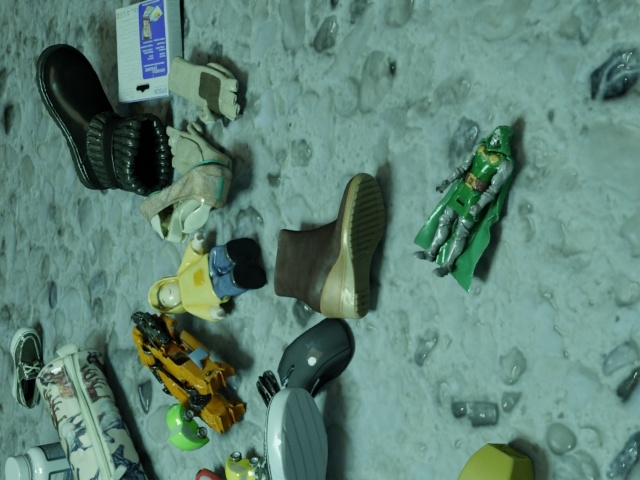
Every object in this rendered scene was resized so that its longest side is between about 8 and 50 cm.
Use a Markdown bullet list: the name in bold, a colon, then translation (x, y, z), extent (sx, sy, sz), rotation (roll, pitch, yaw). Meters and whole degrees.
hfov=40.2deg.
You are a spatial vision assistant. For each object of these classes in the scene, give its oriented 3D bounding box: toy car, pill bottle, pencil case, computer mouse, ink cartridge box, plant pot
- **toy car**: translation (-0.223, 0.410, 1.649), extent (0.239, 0.053, 0.225), rotation (-33, 96, 41)
- **pill bottle**: translation (-0.645, 0.537, 2.073), extent (0.108, 0.180, 0.107), rotation (1, 91, 47)
- **pencil case**: translation (-0.497, 0.432, 1.925), extent (0.410, 0.160, 0.183), rotation (60, 147, 27)
- **computer mouse**: translation (-0.027, 0.261, 1.499), extent (0.262, 0.060, 0.184), rotation (-45, 59, 38)
- **ink cartridge box**: translation (-0.365, -0.399, 1.849), extent (0.206, 0.045, 0.208), rotation (4, 96, 47)
- **plant pot**: translation (0.245, 0.326, 1.202), extent (0.081, 0.081, 0.083), rotation (24, 96, 44)

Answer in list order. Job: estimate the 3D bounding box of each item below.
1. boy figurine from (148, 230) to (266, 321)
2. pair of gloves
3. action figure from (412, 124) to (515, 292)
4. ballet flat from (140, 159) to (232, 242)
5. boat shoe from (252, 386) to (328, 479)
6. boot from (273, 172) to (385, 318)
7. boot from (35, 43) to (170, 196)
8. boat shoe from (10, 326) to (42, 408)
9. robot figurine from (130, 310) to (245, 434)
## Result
- **boy figurine**: translation (-0.229, 0.073, 1.688), extent (0.285, 0.092, 0.177), rotation (-20, 79, 42)
- **pair of gloves**: translation (-0.229, -0.231, 1.715), extent (0.204, 0.042, 0.240), rotation (22, 112, 39)
- **action figure**: translation (0.212, -0.059, 1.242), extent (0.137, 0.063, 0.232), rotation (43, 117, 41)
- **ballet flat**: translation (-0.270, -0.057, 1.685), extent (0.316, 0.108, 0.106), rotation (-30, 57, 55)
- **boat shoe**: translation (-0.060, 0.403, 1.462), extent (0.119, 0.121, 0.335), rotation (3, 104, 39)
- **boot**: translation (0.000, 0.000, 1.440), extent (0.207, 0.090, 0.248), rotation (16, 106, 43)
- **boot**: translation (-0.451, -0.258, 1.842), extent (0.260, 0.131, 0.348), rotation (5, 122, 52)
- **boat shoe**: translation (-0.753, 0.331, 2.264), extent (0.070, 0.078, 0.219), rotation (27, 118, 44)
- **robot figurine**: translation (-0.269, 0.246, 1.711), extent (0.291, 0.085, 0.211), rotation (31, 141, 42)
